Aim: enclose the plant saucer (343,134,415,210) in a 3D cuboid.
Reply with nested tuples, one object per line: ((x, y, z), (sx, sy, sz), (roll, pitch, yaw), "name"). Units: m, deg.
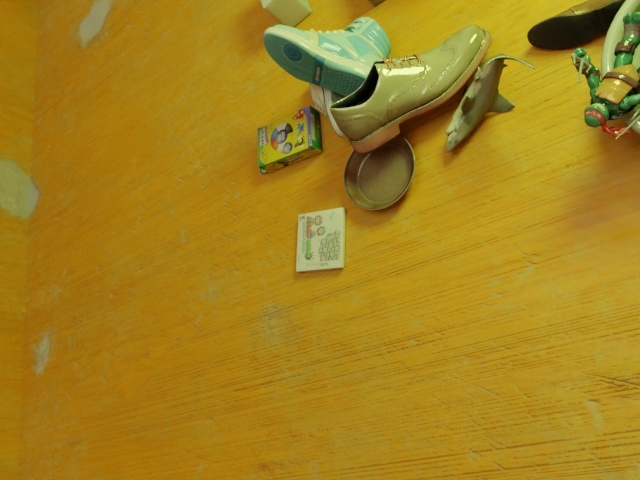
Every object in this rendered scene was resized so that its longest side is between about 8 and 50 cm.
((0.148, -0.165, 1.352), (0.199, 0.036, 0.198), (-11, 71, 34), "plant saucer")

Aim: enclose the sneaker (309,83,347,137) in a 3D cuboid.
((0.031, -0.370, 1.474), (0.091, 0.094, 0.258), (-44, 52, 49), "sneaker")

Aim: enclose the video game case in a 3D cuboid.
((0.000, 0.000, 1.429), (0.143, 0.019, 0.157), (-8, 73, 35), "video game case")

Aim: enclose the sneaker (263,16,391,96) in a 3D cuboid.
((0.030, -0.498, 1.404), (0.127, 0.319, 0.208), (124, 171, -66), "sneaker")

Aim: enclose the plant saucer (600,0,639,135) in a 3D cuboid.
((0.703, -0.321, 0.940), (0.401, 0.101, 0.400), (-11, 71, 34), "plant saucer")

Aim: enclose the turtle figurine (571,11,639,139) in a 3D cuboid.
((0.507, -0.272, 0.938), (0.175, 0.118, 0.234), (35, 84, 21), "turtle figurine")

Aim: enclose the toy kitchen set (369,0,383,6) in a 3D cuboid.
((0.145, -0.682, 1.460), (0.075, 0.083, 0.068), (-25, 65, 30), "toy kitchen set")

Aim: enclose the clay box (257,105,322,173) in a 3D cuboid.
((-0.101, -0.277, 1.556), (0.222, 0.053, 0.127), (-16, 69, 32), "clay box")

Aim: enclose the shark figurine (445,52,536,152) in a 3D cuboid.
((0.367, -0.314, 1.172), (0.116, 0.278, 0.166), (25, 59, 2), "shark figurine")

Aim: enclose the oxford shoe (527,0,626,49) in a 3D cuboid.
((0.535, -0.451, 1.134), (0.212, 0.076, 0.076), (-6, 44, 38), "oxford shoe")

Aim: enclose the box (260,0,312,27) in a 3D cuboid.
((-0.118, -0.738, 1.641), (0.091, 0.130, 0.170), (-32, 61, 25), "box")

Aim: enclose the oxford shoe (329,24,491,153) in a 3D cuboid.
((0.201, -0.367, 1.264), (0.397, 0.146, 0.140), (-38, 30, 12), "oxford shoe")
